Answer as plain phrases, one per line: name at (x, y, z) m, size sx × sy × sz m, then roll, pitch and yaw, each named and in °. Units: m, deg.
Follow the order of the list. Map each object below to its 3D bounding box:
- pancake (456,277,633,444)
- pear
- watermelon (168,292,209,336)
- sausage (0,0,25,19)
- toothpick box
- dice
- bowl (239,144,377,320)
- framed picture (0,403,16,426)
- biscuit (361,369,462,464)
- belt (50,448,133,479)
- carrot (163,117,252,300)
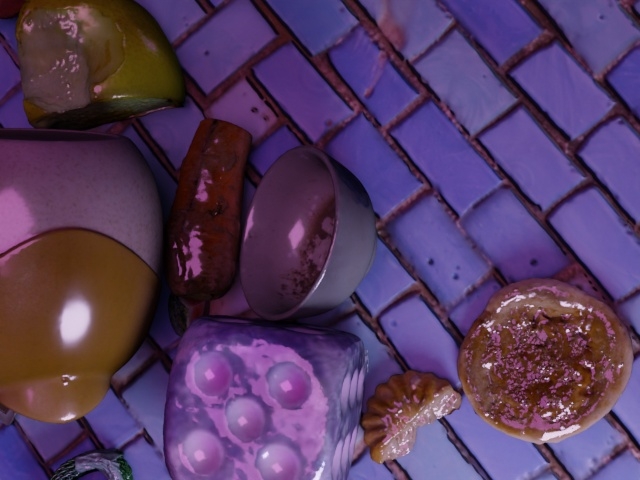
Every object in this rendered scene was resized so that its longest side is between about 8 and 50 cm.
pancake at (0.361, 0.196, 1.602) m, size 0.282 × 0.049 × 0.283 m, roll 0°, pitch 89°, yaw 14°
pear at (-0.405, -0.342, 1.731) m, size 0.286 × 0.176 × 0.282 m, roll -12°, pitch 82°, yaw 10°
watermelon at (-0.232, 0.128, 1.731) m, size 0.092 × 0.072 × 0.085 m, roll 32°, pitch 108°, yaw 50°
sausage at (-0.532, -0.519, 1.778) m, size 0.280 × 0.152 × 0.152 m, roll -45°, pitch 79°, yaw 8°
toothpick box at (-0.457, 0.041, 1.586) m, size 0.408 × 0.409 × 0.426 m, roll 4°, pitch 100°, yaw 12°
dice at (-0.082, 0.265, 1.574) m, size 0.271 × 0.270 × 0.270 m, roll 7°, pitch 89°, yaw 12°
bowl at (0.000, 0.000, 1.614) m, size 0.289 × 0.146 × 0.289 m, roll -26°, pitch 58°, yaw 50°
framed picture at (-0.622, 0.165, 1.822) m, size 0.293 × 0.018 × 0.231 m, roll 33°, pitch 93°, yaw 12°
biscuit at (0.134, 0.283, 1.637) m, size 0.183 × 0.061 × 0.118 m, roll -43°, pitch 78°, yaw 7°
belt at (-0.403, 0.429, 1.729) m, size 0.151 × 0.079 × 0.121 m, roll -32°, pitch 81°, yaw 8°
carrot at (-0.192, -0.048, 1.690) m, size 0.138 × 0.139 × 0.302 m, roll 9°, pitch 76°, yaw 12°
